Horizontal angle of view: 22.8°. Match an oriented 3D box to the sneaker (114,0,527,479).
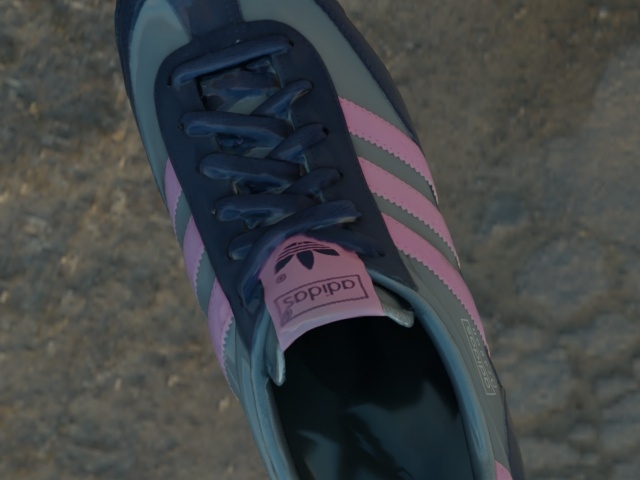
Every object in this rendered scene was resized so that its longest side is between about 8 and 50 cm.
[{"bbox_3d":[0.000,0.000,0.609,0.112,0.319,0.131,-25,167,1],"label":"sneaker"}]
